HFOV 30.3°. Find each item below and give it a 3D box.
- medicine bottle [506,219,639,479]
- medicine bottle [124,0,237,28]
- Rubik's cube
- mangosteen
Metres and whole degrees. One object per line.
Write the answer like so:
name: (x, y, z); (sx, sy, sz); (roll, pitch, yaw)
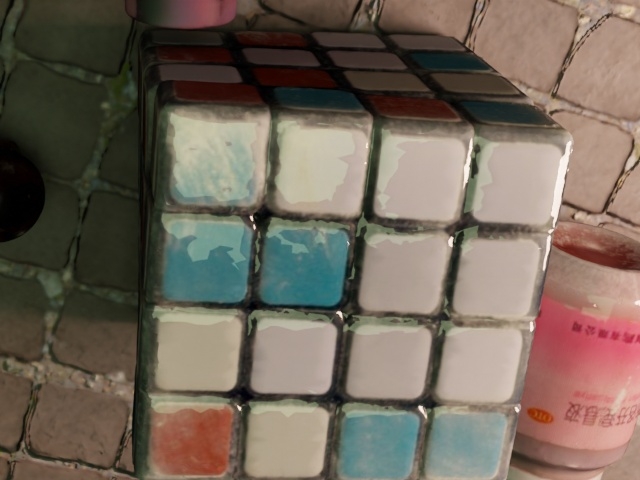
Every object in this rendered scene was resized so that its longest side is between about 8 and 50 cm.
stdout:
medicine bottle: (0.192, 0.117, 0.964); (0.147, 0.147, 0.247); (7, 110, -12)
medicine bottle: (-0.091, -0.244, 0.791); (0.119, 0.094, 0.188); (-6, 119, -19)
Rubik's cube: (-0.001, 0.000, 0.826); (0.256, 0.253, 0.259); (1, 113, -10)
mangosteen: (-0.241, -0.037, 0.869); (0.080, 0.081, 0.081); (-3, 112, -8)
